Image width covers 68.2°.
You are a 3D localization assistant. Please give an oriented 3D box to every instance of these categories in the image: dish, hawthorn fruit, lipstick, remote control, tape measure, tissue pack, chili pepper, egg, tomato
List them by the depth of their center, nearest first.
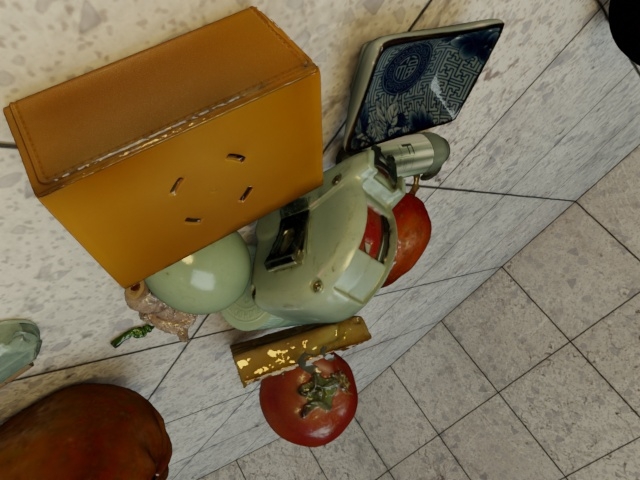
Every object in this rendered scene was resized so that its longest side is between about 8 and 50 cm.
[{"bbox_3d":[-0.148,-0.103,0.517,0.274,0.145,0.194,-30,156,-15],"label":"tissue pack"},{"bbox_3d":[-0.524,0.203,0.684,0.247,0.052,0.104,-36,157,-6],"label":"remote control"},{"bbox_3d":[0.132,-0.245,0.700,0.243,0.080,0.182,-22,152,-28],"label":"dish"},{"bbox_3d":[-0.183,0.033,0.700,0.149,0.149,0.192,-36,152,-1],"label":"egg"},{"bbox_3d":[0.000,-0.001,0.722,0.243,0.246,0.125,-22,139,38],"label":"tape measure"},{"bbox_3d":[-0.514,0.226,0.771,0.094,0.019,0.019,-34,155,-5],"label":"lipstick"},{"bbox_3d":[-0.477,0.466,0.864,0.402,0.403,0.403,-29,154,-15],"label":"hawthorn fruit"},{"bbox_3d":[-0.355,0.179,0.894,0.083,0.022,0.027,-24,119,-24],"label":"chili pepper"},{"bbox_3d":[0.129,-0.028,0.957,0.253,0.205,0.205,-49,154,7],"label":"hawthorn fruit"},{"bbox_3d":[-0.041,0.486,1.505,0.321,0.321,0.321,-29,154,-15],"label":"tomato"}]

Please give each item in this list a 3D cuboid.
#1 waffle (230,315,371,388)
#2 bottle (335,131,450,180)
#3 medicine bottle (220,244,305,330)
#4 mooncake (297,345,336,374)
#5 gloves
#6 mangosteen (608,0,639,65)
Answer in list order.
[{"bbox_3d":[-0.063,0.252,1.138,0.304,0.078,0.348,-17,175,-16],"label":"waffle"},{"bbox_3d":[0.143,-0.147,0.878,0.253,0.079,0.096,-17,108,-37],"label":"bottle"},{"bbox_3d":[-0.052,0.097,0.976,0.158,0.158,0.318,-45,154,19],"label":"medicine bottle"},{"bbox_3d":[0.009,0.070,0.861,0.150,0.057,0.347,24,81,-21],"label":"mooncake"},{"bbox_3d":[-0.259,0.098,0.786,0.094,0.110,0.144,-32,127,10],"label":"gloves"},{"bbox_3d":[0.682,-0.467,0.865,0.275,0.275,0.302,79,32,-63],"label":"mangosteen"}]
